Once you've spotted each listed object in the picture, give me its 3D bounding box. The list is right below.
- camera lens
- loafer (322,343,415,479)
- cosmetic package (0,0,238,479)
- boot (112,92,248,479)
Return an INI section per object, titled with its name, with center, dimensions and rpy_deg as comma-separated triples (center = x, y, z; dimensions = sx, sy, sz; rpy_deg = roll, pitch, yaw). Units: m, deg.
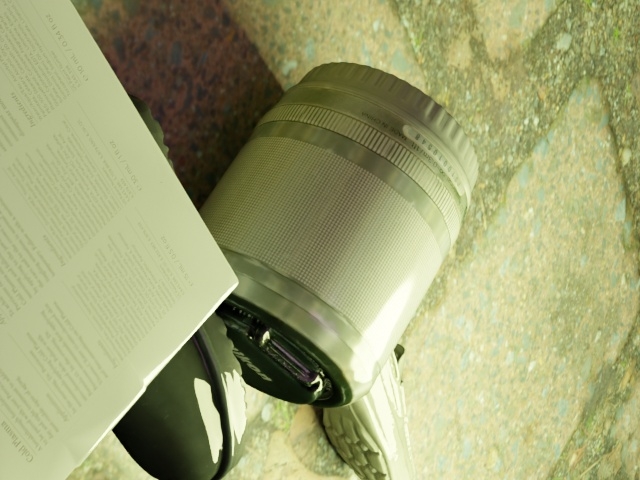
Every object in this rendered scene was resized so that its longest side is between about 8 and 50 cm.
[camera lens]
center = 0.000, 0.000, 1.033
dimensions = 0.274, 0.219, 0.219
rpy_deg = -58, 138, -22
[loafer]
center = 0.055, 0.157, 1.238
dimensions = 0.111, 0.112, 0.319
rpy_deg = -37, 128, -28
[cosmetic package]
center = -0.241, -0.022, 0.653
dimensions = 0.284, 0.097, 0.377
rpy_deg = -51, 127, -34
[boot]
center = -0.270, 0.127, 0.794
dimensions = 0.445, 0.146, 0.366
rpy_deg = -36, 117, -44
